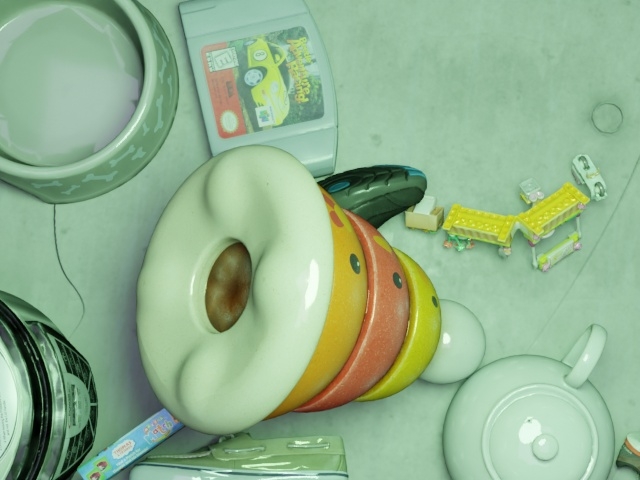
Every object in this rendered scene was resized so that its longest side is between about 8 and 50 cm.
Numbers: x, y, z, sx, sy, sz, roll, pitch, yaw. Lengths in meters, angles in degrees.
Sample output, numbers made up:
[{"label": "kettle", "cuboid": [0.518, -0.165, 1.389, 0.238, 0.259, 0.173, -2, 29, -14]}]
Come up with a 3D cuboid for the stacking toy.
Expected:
[{"label": "stacking toy", "cuboid": [0.035, 0.093, 1.607, 0.480, 0.350, 0.350, 15, 81, -41]}]

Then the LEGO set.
[{"label": "LEGO set", "cuboid": [0.270, -0.017, 1.760, 0.287, 0.107, 0.132, -16, 49, 2]}]

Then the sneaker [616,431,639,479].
[{"label": "sneaker", "cuboid": [0.483, 0.327, 1.733, 0.158, 0.061, 0.065, 30, 111, 4]}]

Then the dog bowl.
[{"label": "dog bowl", "cuboid": [-0.379, -0.230, 1.760, 0.349, 0.102, 0.349, 0, 82, -1]}]

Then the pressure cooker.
[{"label": "pressure cooker", "cuboid": [-0.495, 0.223, 1.543, 0.370, 0.420, 0.375, 38, 84, 6]}]

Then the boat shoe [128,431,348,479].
[{"label": "boat shoe", "cuboid": [-0.110, 0.312, 1.707, 0.302, 0.109, 0.094, 3, 67, -9]}]

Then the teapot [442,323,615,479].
[{"label": "teapot", "cuboid": [0.288, 0.265, 1.664, 0.252, 0.187, 0.256, -14, 83, -3]}]

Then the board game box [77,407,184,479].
[{"label": "board game box", "cuboid": [-0.218, 0.253, 1.672, 0.211, 0.160, 0.039, -34, 86, -5]}]

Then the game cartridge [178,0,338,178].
[{"label": "game cartridge", "cuboid": [-0.080, -0.223, 1.788, 0.196, 0.060, 0.294, -13, 83, -6]}]

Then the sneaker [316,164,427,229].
[{"label": "sneaker", "cuboid": [0.000, 0.000, 1.744, 0.341, 0.125, 0.140, -24, 104, -1]}]
